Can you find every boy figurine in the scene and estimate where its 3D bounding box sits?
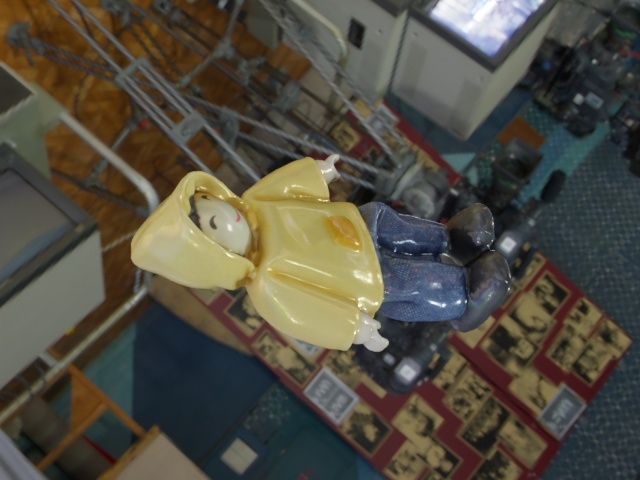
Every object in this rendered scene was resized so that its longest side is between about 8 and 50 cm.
[{"bbox_3d":[0.000,0.000,0.639,0.092,0.285,0.177,-51,-143,47],"label":"boy figurine"}]
